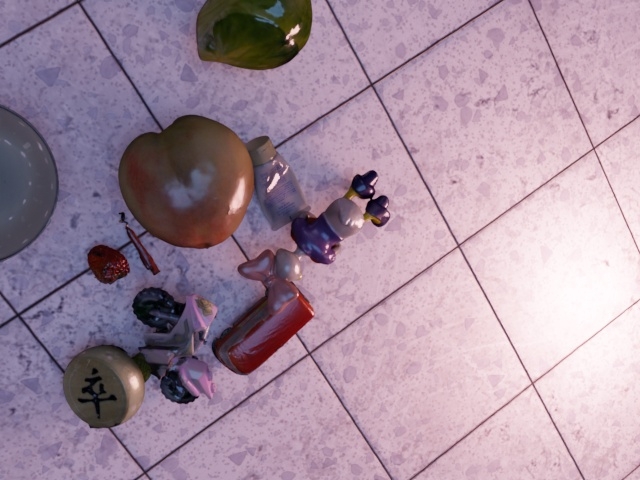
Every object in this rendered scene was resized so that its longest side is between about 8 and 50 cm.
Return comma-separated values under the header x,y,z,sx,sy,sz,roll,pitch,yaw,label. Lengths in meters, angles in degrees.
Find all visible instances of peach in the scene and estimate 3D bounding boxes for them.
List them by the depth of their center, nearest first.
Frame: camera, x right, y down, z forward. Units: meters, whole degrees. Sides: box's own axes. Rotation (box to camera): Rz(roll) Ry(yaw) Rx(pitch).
x,y,z,sx,sy,sz,roll,pitch,yaw,label
-0.285,-0.123,1.532,0.293,0.247,0.292,5,75,-18,peach

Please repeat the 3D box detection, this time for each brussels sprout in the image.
x,y,z,sx,sy,sz,roll,pitch,yaw,label
-0.148,-0.482,1.542,0.272,0.219,0.210,-15,87,4,brussels sprout

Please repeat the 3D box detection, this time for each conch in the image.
x,y,z,sx,sy,sz,roll,pitch,yaw,label
-0.442,0.310,1.661,0.121,0.074,0.089,-40,144,-25,conch

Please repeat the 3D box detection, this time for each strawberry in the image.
x,y,z,sx,sy,sz,roll,pitch,yaw,label
-0.483,0.054,1.586,0.083,0.083,0.096,-34,108,-10,strawberry

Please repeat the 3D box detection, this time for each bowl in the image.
x,y,z,sx,sy,sz,roll,pitch,yaw,label
-0.713,-0.123,1.436,0.338,0.157,0.336,-3,100,-19,bowl

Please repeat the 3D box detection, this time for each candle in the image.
x,y,z,sx,sy,sz,roll,pitch,yaw,label
-0.425,0.009,1.629,0.026,0.021,0.167,-32,108,-12,candle

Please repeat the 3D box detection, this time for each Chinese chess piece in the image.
x,y,z,sx,sy,sz,roll,pitch,yaw,label
-0.491,0.332,1.587,0.189,0.083,0.188,5,106,19,Chinese chess piece

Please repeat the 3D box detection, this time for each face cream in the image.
x,y,z,sx,sy,sz,roll,pitch,yaw,label
-0.113,-0.139,1.697,0.114,0.070,0.224,-31,120,-11,face cream

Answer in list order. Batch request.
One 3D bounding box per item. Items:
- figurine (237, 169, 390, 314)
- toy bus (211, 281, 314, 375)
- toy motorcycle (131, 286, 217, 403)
x,y,z,sx,sy,sz,roll,pitch,yaw,label
0.002,-0.002,1.669,0.421,0.193,0.154,-38,95,-12,figurine
-0.138,0.218,1.708,0.265,0.120,0.121,-42,110,-7,toy bus
-0.311,0.245,1.626,0.188,0.143,0.326,-8,117,6,toy motorcycle
